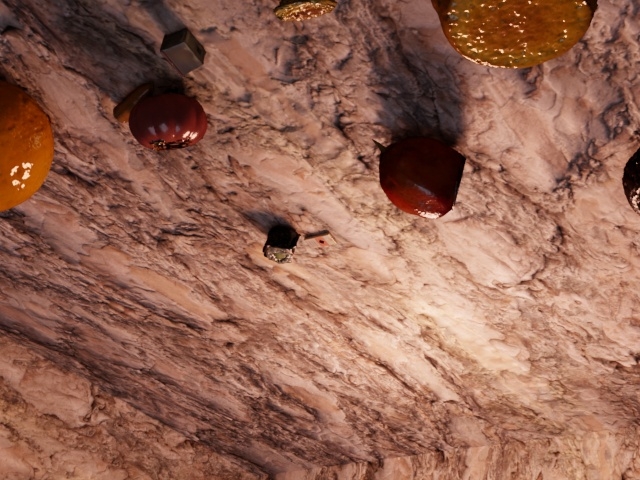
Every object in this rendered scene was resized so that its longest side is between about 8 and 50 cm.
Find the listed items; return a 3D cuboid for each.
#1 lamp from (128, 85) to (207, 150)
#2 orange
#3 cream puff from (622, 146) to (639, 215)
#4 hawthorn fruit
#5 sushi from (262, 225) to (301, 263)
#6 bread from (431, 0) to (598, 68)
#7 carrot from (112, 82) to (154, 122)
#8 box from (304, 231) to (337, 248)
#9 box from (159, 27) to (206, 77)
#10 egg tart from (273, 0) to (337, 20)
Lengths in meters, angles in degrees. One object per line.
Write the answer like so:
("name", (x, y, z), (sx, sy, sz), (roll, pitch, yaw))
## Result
("lamp", (-0.353, -0.282, 1.830), (0.181, 0.140, 0.182), (-8, 172, -1))
("orange", (-0.816, -0.219, 1.889), (0.340, 0.293, 0.341), (5, 142, 4))
("cream puff", (0.782, -0.143, 1.726), (0.238, 0.165, 0.239), (6, 144, 4))
("hawthorn fruit", (0.223, -0.159, 1.833), (0.251, 0.190, 0.189), (30, 140, -14))
("sushi", (-0.110, 0.009, 2.218), (0.094, 0.084, 0.098), (16, 140, -3))
("bread", (0.340, -0.445, 1.409), (0.312, 0.172, 0.312), (4, 144, 3))
("carrot", (-0.438, -0.329, 1.862), (0.048, 0.048, 0.139), (33, 137, -29))
("box", (0.000, 0.000, 2.240), (0.083, 0.012, 0.046), (-13, 138, 29))
("box", (-0.295, -0.409, 1.709), (0.063, 0.060, 0.085), (-17, 135, 26))
("egg tart", (-0.031, -0.465, 1.545), (0.130, 0.052, 0.130), (-9, -177, 1))
